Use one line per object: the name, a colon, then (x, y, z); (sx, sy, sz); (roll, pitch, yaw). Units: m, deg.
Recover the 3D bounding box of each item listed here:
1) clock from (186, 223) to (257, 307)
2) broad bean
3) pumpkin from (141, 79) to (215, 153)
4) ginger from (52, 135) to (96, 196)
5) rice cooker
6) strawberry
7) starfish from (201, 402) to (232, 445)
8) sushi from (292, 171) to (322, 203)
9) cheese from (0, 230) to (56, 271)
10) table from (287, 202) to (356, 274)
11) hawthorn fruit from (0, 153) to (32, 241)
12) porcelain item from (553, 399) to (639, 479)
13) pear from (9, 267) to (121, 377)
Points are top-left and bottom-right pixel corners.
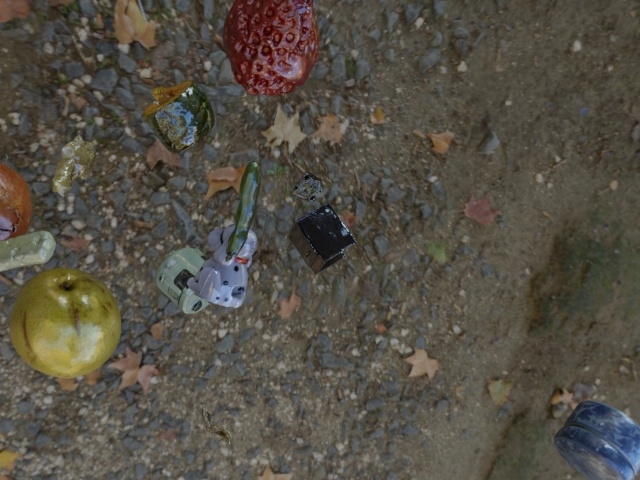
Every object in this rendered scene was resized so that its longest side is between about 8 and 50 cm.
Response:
clock: (-0.285, 0.060, 1.525); (0.188, 0.189, 0.254); (19, 94, -10)
broad bean: (-0.181, -0.070, 1.172); (0.046, 0.065, 0.255); (20, 100, 24)
pumpkin: (-0.433, -0.355, 1.415); (0.190, 0.280, 0.139); (-54, 129, -25)
ginger: (-0.607, -0.175, 1.207); (0.067, 0.096, 0.165); (11, 64, 5)
rice cooker: (-0.512, 0.161, 1.947); (0.244, 0.226, 0.226); (41, 103, 20)
strawberry: (-0.130, -0.605, 1.387); (0.295, 0.345, 0.318); (24, 67, -8)
starfish: (-0.310, 0.514, 1.378); (0.041, 0.133, 0.130); (-42, 110, -26)
sushi: (-0.038, -0.182, 1.664); (0.084, 0.056, 0.083); (30, 120, -12)
cheese: (-0.600, 0.027, 0.935); (0.193, 0.065, 0.043); (-12, 150, 9)
table: (0.000, 0.000, 1.896); (0.172, 0.169, 0.193); (-30, 78, -23)
hawthorn fruit: (-0.876, -0.116, 1.307); (0.211, 0.299, 0.211); (1, 151, 1)
porcelain item: (0.552, 0.405, 0.965); (0.114, 0.147, 0.147); (-40, 108, -20)
pear: (-0.729, 0.240, 1.420); (0.314, 0.314, 0.315); (-1, 108, -4)
